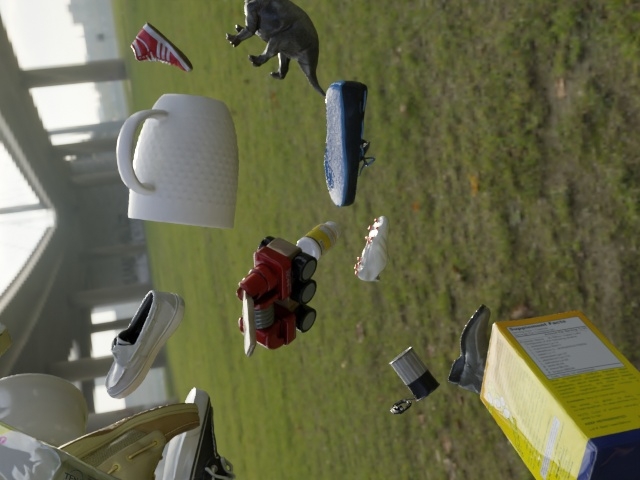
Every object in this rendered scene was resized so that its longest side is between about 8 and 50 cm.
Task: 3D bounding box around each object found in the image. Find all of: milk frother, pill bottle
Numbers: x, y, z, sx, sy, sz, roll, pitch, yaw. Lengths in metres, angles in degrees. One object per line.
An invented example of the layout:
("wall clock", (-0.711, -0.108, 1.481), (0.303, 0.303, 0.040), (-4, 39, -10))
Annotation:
("milk frother", (0.238, 0.402, 2.451), (0.135, 0.143, 0.129), (53, 143, 5))
("pill bottle", (0.000, 0.000, 2.025), (0.065, 0.116, 0.065), (17, 124, 27))

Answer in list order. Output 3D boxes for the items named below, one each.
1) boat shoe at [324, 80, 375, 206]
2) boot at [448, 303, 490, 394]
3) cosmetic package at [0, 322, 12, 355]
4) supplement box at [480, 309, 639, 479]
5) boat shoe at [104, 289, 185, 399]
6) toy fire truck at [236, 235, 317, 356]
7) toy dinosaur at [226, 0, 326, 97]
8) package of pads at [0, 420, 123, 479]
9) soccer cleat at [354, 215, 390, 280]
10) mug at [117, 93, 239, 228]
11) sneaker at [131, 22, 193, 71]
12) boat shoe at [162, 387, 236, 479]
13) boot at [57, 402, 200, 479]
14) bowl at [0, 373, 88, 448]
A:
("boat shoe", (0.068, -0.193, 1.755), (0.109, 0.089, 0.259), (38, 131, 52))
("boot", (0.414, 0.281, 2.073), (0.161, 0.083, 0.247), (25, 123, 24))
("cosmetic package", (-0.380, 0.087, 0.879), (0.060, 0.115, 0.041), (-53, -12, -32))
("supplement box", (0.461, 0.311, 1.554), (0.357, 0.194, 0.195), (-120, 29, -55))
("boat shoe", (-0.265, 0.148, 1.233), (0.184, 0.063, 0.066), (-50, 40, 17))
("toy fire truck", (-0.111, 0.145, 1.722), (0.158, 0.246, 0.217), (27, 135, 28))
("toy dinosaur", (-0.081, -0.422, 1.733), (0.314, 0.160, 0.121), (51, -155, 0))
("package of pads", (-0.333, 0.228, 0.848), (0.229, 0.296, 0.101), (62, -134, -59))
("soccer cleat", (0.147, 0.021, 2.186), (0.068, 0.076, 0.196), (-90, 16, -54))
("mug", (-0.374, -0.210, 2.217), (0.276, 0.374, 0.328), (6, 91, 33))
("sneaker", (-0.297, -0.340, 1.602), (0.118, 0.067, 0.042), (43, -169, -4))
("boat shoe", (-0.190, 0.388, 1.370), (0.113, 0.104, 0.306), (127, 153, -47))
("boot", (-0.240, 0.345, 1.175), (0.095, 0.262, 0.204), (-40, 74, 39))
("bowl", (-0.600, 0.422, 1.735), (0.134, 0.297, 0.298), (50, 148, 46))
